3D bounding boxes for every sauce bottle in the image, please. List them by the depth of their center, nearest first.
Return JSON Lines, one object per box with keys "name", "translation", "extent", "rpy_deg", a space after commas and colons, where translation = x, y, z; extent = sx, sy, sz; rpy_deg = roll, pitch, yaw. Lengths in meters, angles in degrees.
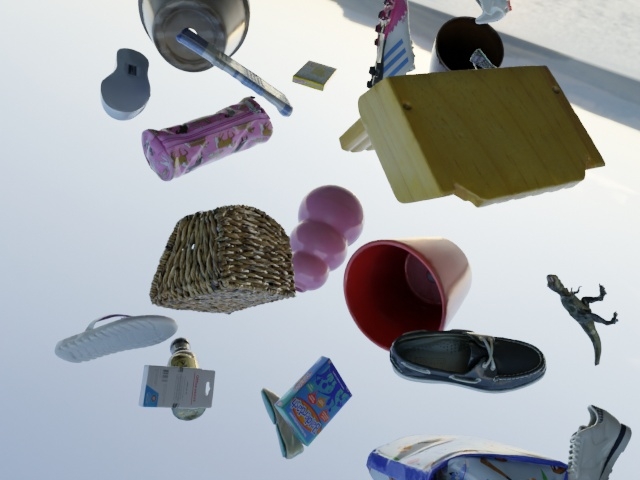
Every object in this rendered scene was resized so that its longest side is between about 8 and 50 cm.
{"name": "sauce bottle", "translation": [-0.436, 0.427, 1.602], "extent": [0.111, 0.112, 0.344], "rpy_deg": [6, -164, -23]}

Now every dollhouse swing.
{"name": "dollhouse swing", "translation": [0.245, -0.156, 0.957], "extent": [0.346, 0.305, 0.316], "rpy_deg": [-12, -110, -23]}

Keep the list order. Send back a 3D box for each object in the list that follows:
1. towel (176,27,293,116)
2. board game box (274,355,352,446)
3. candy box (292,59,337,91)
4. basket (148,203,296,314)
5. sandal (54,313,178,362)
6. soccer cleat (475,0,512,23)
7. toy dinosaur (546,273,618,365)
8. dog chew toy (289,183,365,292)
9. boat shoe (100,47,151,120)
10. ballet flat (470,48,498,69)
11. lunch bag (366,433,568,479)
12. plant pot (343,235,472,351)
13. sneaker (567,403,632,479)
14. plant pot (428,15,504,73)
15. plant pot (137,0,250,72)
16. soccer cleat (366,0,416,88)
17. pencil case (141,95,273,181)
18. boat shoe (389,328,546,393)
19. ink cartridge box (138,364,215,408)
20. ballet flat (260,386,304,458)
{"name": "towel", "translation": [-0.190, -0.378, 1.130], "extent": [0.284, 0.034, 0.209], "rpy_deg": [30, -164, -23]}
{"name": "board game box", "translation": [-0.017, 0.477, 1.496], "extent": [0.210, 0.160, 0.047], "rpy_deg": [-41, -157, -28]}
{"name": "candy box", "translation": [-0.016, -0.536, 1.621], "extent": [0.105, 0.027, 0.206], "rpy_deg": [16, -145, 5]}
{"name": "basket", "translation": [-0.227, 0.044, 1.167], "extent": [0.299, 0.222, 0.214], "rpy_deg": [20, -122, -59]}
{"name": "sandal", "translation": [-0.671, 0.291, 1.629], "extent": [0.415, 0.169, 0.102], "rpy_deg": [-15, -127, 4]}
{"name": "soccer cleat", "translation": [0.342, -0.546, 1.033], "extent": [0.076, 0.197, 0.068], "rpy_deg": [-9, 173, 26]}
{"name": "toy dinosaur", "translation": [0.710, 0.188, 1.323], "extent": [0.064, 0.118, 0.268], "rpy_deg": [-17, -105, -52]}
{"name": "dog chew toy", "translation": [0.000, 0.000, 1.467], "extent": [0.206, 0.207, 0.332], "rpy_deg": [22, -113, 7]}
{"name": "boat shoe", "translation": [-0.475, -0.357, 1.212], "extent": [0.108, 0.102, 0.301], "rpy_deg": [11, -141, -26]}
{"name": "ballet flat", "translation": [0.392, -0.399, 1.171], "extent": [0.114, 0.041, 0.041], "rpy_deg": [31, -159, -24]}
{"name": "lunch bag", "translation": [0.341, 0.598, 1.224], "extent": [0.385, 0.328, 0.239], "rpy_deg": [17, -109, -16]}
{"name": "plant pot", "translation": [0.231, 0.107, 1.220], "extent": [0.274, 0.275, 0.243], "rpy_deg": [34, -149, 28]}
{"name": "sneaker", "translation": [0.596, 0.487, 1.124], "extent": [0.094, 0.090, 0.235], "rpy_deg": [36, -109, 12]}
{"name": "plant pot", "translation": [0.439, -0.557, 1.619], "extent": [0.215, 0.216, 0.230], "rpy_deg": [18, 166, -2]}
{"name": "plant pot", "translation": [-0.354, -0.609, 1.388], "extent": [0.322, 0.323, 0.281], "rpy_deg": [10, -144, -16]}
{"name": "soccer cleat", "translation": [0.242, -0.610, 1.579], "extent": [0.143, 0.332, 0.116], "rpy_deg": [8, -171, -18]}
{"name": "pencil case", "translation": [-0.329, -0.303, 1.474], "extent": [0.386, 0.167, 0.160], "rpy_deg": [-30, -130, -32]}
{"name": "boat shoe", "translation": [0.286, 0.230, 0.971], "extent": [0.302, 0.091, 0.115], "rpy_deg": [-5, -123, 8]}
{"name": "ink cartridge box", "translation": [-0.378, 0.389, 1.326], "extent": [0.180, 0.060, 0.104], "rpy_deg": [13, -110, -29]}
{"name": "ballet flat", "translation": [-0.116, 0.565, 1.575], "extent": [0.086, 0.086, 0.249], "rpy_deg": [1, -139, -31]}
